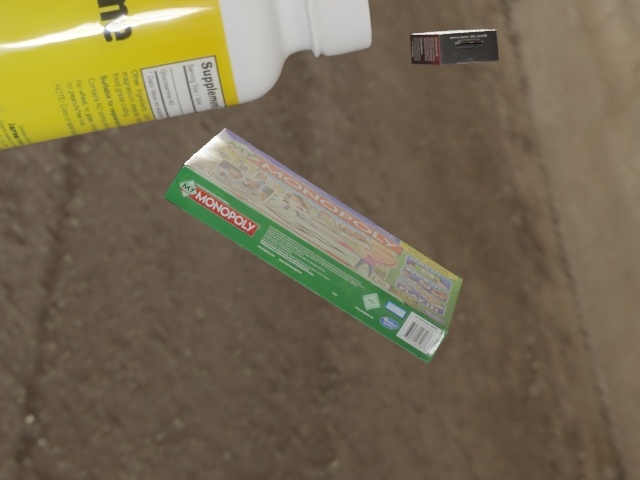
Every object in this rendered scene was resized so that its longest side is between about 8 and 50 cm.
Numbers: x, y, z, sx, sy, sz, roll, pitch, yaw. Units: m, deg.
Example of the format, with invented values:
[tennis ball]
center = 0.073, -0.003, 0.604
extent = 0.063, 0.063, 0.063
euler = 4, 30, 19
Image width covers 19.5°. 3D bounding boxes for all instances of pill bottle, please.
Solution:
[pill bottle]
center = -0.139, -0.178, 1.347
extent = 0.188, 0.334, 0.188
euler = 169, -90, -89

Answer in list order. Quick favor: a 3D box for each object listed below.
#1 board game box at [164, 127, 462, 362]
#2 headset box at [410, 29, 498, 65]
[board game box]
center = 0.000, 0.000, 1.980
extent = 0.317, 0.046, 0.213
euler = 32, 16, 0
[headset box]
center = 0.131, -0.187, 1.805
extent = 0.083, 0.062, 0.032
euler = -165, -110, -71
